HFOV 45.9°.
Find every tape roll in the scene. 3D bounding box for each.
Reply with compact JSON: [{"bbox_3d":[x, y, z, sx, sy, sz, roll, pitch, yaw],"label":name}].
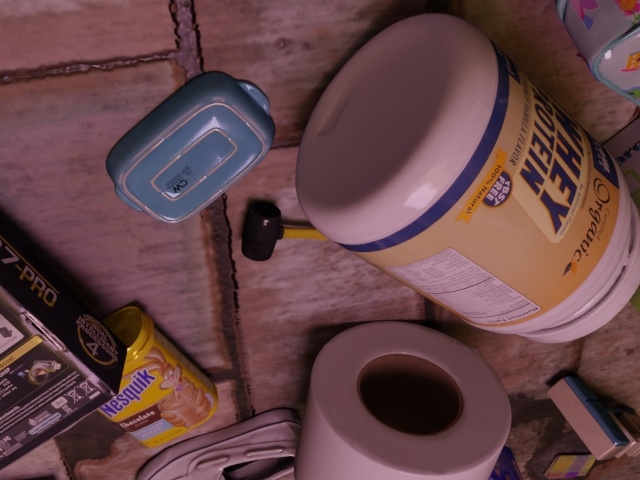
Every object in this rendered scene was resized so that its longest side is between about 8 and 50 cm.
[{"bbox_3d":[0.096,0.243,0.942,0.246,0.246,0.169,0,126,-15],"label":"tape roll"}]

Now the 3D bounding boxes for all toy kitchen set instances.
[{"bbox_3d":[0.478,0.231,1.145,0.166,0.122,0.207,-47,144,21],"label":"toy kitchen set"}]

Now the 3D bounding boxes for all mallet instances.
[{"bbox_3d":[0.000,0.000,0.864,0.189,0.039,0.062,8,123,-26],"label":"mallet"}]

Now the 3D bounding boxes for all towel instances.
[{"bbox_3d":[0.430,0.386,1.296,0.083,0.009,0.060,2,126,-18],"label":"towel"}]

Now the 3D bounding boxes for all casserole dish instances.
[{"bbox_3d":[-0.129,-0.084,0.760,0.188,0.037,0.114,-36,127,15],"label":"casserole dish"}]

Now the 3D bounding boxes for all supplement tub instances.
[{"bbox_3d":[0.156,-0.044,0.744,0.316,0.228,0.228,30,114,-33],"label":"supplement tub"}]

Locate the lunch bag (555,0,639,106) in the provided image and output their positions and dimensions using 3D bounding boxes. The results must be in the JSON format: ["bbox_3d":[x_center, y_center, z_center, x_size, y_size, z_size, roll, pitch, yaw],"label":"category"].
[{"bbox_3d":[0.364,-0.243,0.686,0.224,0.108,0.279,7,141,-46],"label":"lunch bag"}]

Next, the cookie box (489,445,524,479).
[{"bbox_3d":[0.269,0.358,1.177,0.107,0.092,0.040,32,116,-32],"label":"cookie box"}]

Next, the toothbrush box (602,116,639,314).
[{"bbox_3d":[0.406,-0.007,0.806,0.206,0.283,0.122,-39,126,16],"label":"toothbrush box"}]

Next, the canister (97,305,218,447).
[{"bbox_3d":[-0.216,0.170,0.911,0.126,0.073,0.170,-29,130,8],"label":"canister"}]

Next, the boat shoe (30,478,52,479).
[{"bbox_3d":[-0.501,0.355,0.964,0.335,0.112,0.096,6,108,-26],"label":"boat shoe"}]

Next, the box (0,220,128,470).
[{"bbox_3d":[-0.449,0.129,0.756,0.394,0.097,0.318,-34,116,12],"label":"box"}]

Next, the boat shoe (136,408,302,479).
[{"bbox_3d":[-0.140,0.319,1.039,0.258,0.084,0.095,-28,129,7],"label":"boat shoe"}]
